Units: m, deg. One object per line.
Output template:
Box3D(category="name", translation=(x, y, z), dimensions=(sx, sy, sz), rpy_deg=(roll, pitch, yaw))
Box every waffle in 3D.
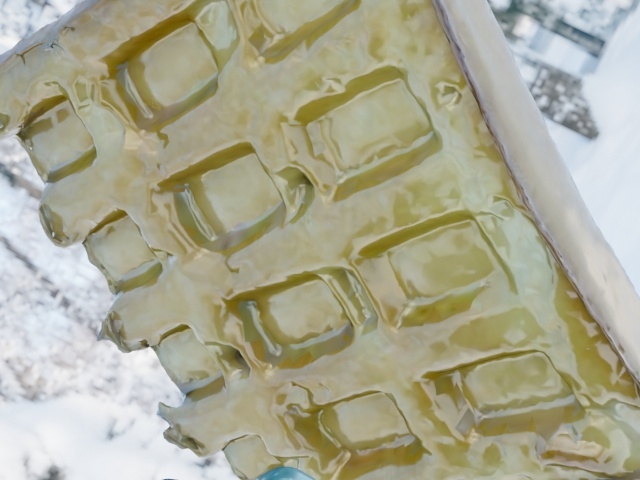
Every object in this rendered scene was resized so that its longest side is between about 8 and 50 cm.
Box3D(category="waffle", translation=(-0.001, 0.000, 0.655), dimensions=(0.304, 0.348, 0.077), rpy_deg=(-22, 12, 37))

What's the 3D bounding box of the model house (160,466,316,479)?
Box3D(category="model house", translation=(-0.052, 0.251, 0.410), dimensions=(0.249, 0.280, 0.230), rpy_deg=(-39, 7, 35))
